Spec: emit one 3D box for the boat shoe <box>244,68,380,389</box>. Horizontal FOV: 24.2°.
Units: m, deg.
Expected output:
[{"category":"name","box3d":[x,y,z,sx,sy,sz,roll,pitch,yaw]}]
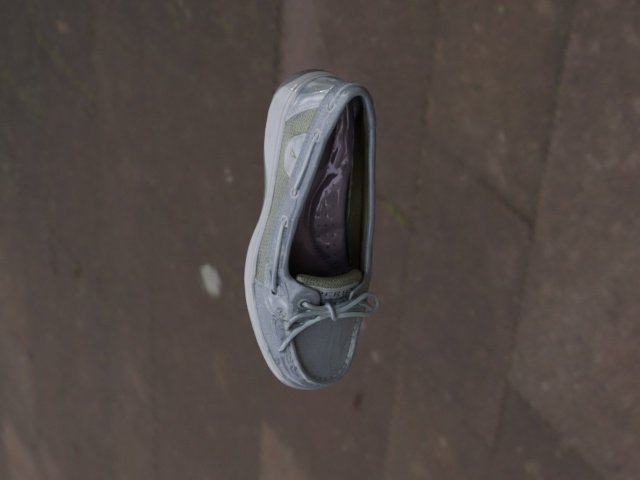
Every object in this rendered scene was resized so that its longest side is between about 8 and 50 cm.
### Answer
[{"category":"boat shoe","box3d":[0.002,-0.001,1.444,0.103,0.118,0.320,27,115,59]}]
